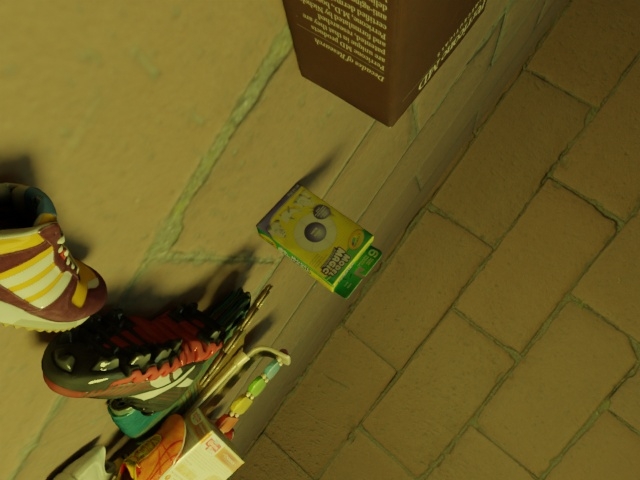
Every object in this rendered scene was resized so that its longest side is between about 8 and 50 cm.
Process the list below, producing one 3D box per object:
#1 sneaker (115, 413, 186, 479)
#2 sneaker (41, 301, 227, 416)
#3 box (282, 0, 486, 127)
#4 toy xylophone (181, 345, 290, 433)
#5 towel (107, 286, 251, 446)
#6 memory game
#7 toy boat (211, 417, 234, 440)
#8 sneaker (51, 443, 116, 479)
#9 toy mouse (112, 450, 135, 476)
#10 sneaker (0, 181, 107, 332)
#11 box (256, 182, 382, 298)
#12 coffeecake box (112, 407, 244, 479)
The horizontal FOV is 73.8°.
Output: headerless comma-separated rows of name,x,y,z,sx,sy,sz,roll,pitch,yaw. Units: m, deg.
sneaker,-0.280,0.359,0.692,0.175,0.064,0.067,-62,142,-47
sneaker,-0.215,0.152,0.505,0.135,0.097,0.276,-56,167,2
box,0.060,-0.273,0.312,0.191,0.143,0.381,-52,167,-7
toy xylophone,-0.198,0.355,0.941,0.323,0.081,0.236,-50,167,-12
towel,-0.243,0.261,0.800,0.271,0.040,0.370,-43,164,-33
memory game,-0.130,0.143,0.660,0.186,0.012,0.186,-54,-177,4
toy boat,-0.311,0.600,1.137,0.231,0.151,0.151,-51,166,-8
sneaker,-0.365,0.401,0.677,0.094,0.080,0.212,-54,170,-52
toy mouse,-0.374,0.446,0.780,0.143,0.031,0.161,-51,154,7
sneaker,-0.197,0.010,0.293,0.084,0.069,0.185,-48,166,-2
box,0.000,0.000,0.667,0.105,0.179,0.043,-49,165,-18
coffeecake box,-0.254,0.423,0.778,0.185,0.068,0.142,-38,131,-19
